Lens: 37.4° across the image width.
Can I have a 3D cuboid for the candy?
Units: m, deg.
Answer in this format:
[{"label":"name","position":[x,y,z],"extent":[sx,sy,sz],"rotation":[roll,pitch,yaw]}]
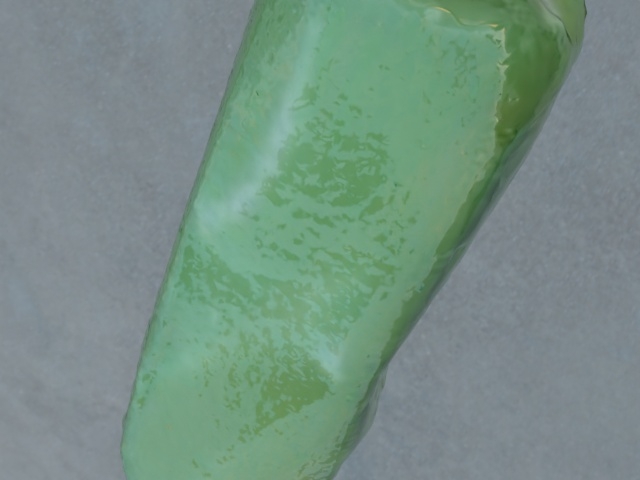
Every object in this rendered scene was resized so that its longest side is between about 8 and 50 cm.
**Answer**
[{"label":"candy","position":[0.000,0.000,0.452],"extent":[0.132,0.142,0.343],"rotation":[18,126,-8]}]
